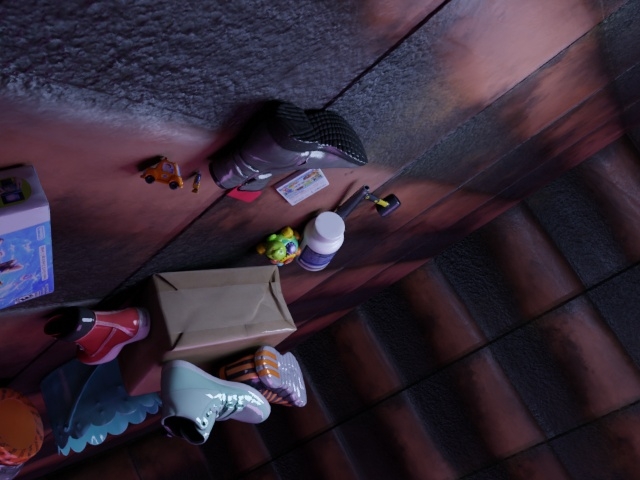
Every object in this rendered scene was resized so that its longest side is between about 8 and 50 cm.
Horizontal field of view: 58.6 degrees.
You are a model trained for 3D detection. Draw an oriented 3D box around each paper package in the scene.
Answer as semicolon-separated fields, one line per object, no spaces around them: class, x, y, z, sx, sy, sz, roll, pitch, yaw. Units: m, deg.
paper package;-0.265;0.204;1.288;0.310;0.168;0.325;-4;152;-35

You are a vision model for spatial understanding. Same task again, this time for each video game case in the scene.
video game case;-0.033;-0.107;1.087;0.087;0.011;0.122;-30;165;4
video game case;-0.453;0.032;0.673;0.245;0.061;0.269;-19;162;-30

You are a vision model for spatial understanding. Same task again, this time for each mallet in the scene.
mallet;0.137;-0.092;1.414;0.062;0.039;0.190;-40;158;25

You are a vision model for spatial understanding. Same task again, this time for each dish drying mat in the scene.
dish drying mat;-0.132;-0.083;0.988;0.032;0.008;0.083;-34;164;15

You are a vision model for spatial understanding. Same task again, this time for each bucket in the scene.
bucket;-0.556;0.396;1.445;0.281;0.183;0.281;-28;166;-8

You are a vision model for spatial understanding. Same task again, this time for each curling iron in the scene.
curling iron;0.056;-0.065;1.344;0.068;0.035;0.274;-27;166;-26

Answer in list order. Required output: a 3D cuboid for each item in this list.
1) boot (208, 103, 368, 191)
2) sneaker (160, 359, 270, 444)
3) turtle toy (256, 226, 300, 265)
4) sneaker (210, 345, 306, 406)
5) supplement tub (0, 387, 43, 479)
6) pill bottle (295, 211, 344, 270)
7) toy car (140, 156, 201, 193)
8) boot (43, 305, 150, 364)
boot;-0.047;-0.130;0.888;0.161;0.083;0.247;-30;161;32
sneaker;-0.209;0.352;1.128;0.256;0.151;0.094;31;119;-29
turtle toy;-0.091;0.019;1.287;0.095;0.066;0.130;-32;165;9
sneaker;-0.153;0.334;1.337;0.180;0.124;0.321;-19;148;10
supplement tub;-0.782;0.464;1.204;0.338;0.207;0.207;-31;165;4
pill bottle;0.000;0.000;1.338;0.094;0.094;0.169;-23;164;-23
toy car;-0.206;-0.093;0.800;0.122;0.060;0.040;-47;152;-85
boot;-0.477;0.187;1.131;0.176;0.088;0.244;9;149;-44
